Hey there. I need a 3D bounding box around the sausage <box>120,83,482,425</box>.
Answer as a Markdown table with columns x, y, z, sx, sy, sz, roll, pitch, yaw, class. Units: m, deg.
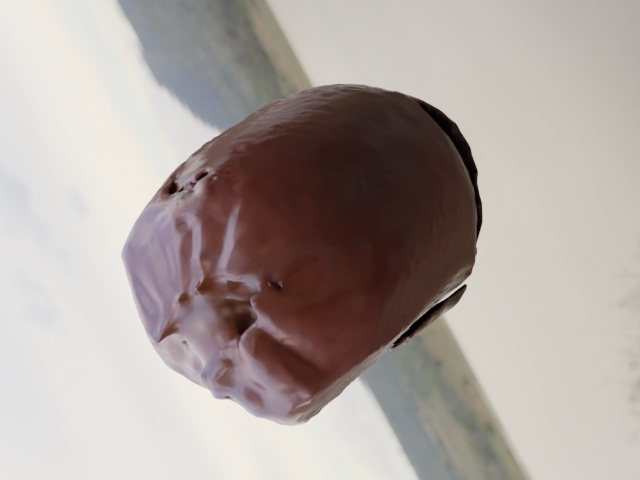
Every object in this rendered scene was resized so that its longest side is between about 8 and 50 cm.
| x | y | z | sx | sy | sz | roll | pitch | yaw | class |
| --- | --- | --- | --- | --- | --- | --- | --- | --- | --- |
| 0.000 | 0.000 | 0.873 | 0.152 | 0.152 | 0.279 | 61 | -152 | -4 | sausage |
